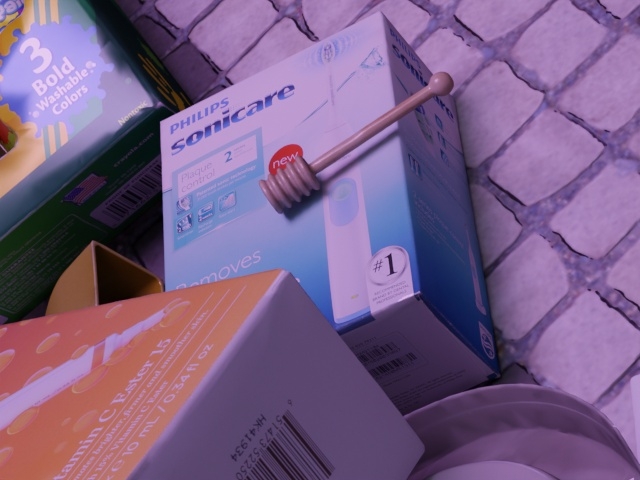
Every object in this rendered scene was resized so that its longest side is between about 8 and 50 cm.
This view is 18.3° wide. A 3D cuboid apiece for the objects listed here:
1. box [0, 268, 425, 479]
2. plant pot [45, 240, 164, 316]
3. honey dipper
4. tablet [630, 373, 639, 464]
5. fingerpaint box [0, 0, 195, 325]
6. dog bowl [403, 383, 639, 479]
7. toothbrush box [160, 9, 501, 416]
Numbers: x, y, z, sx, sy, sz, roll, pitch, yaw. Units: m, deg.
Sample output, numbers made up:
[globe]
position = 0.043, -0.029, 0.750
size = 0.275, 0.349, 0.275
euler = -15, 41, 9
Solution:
[box]
position = -0.140, 0.168, 1.322
size = 0.345, 0.168, 0.215
euler = -13, 32, 47
[plant pot]
position = -0.185, 0.067, 1.659
size = 0.083, 0.081, 0.081
euler = -37, 41, 27
[honey dipper]
position = 0.029, -0.073, 1.449
size = 0.161, 0.030, 0.030
euler = -32, 43, 5
[tablet]
position = 0.235, 0.119, 1.329
size = 0.054, 0.006, 0.083
euler = -21, 47, 26
[fingerpaint box]
position = -0.377, -0.094, 1.764
size = 0.445, 0.163, 0.371
euler = -39, 69, 6
[dog bowl]
position = 0.083, 0.259, 1.225
size = 0.349, 0.102, 0.349
euler = -33, 32, 24
[toothbrush box]
position = 0.000, 0.000, 1.524
size = 0.216, 0.126, 0.295
euler = -24, 44, 21
